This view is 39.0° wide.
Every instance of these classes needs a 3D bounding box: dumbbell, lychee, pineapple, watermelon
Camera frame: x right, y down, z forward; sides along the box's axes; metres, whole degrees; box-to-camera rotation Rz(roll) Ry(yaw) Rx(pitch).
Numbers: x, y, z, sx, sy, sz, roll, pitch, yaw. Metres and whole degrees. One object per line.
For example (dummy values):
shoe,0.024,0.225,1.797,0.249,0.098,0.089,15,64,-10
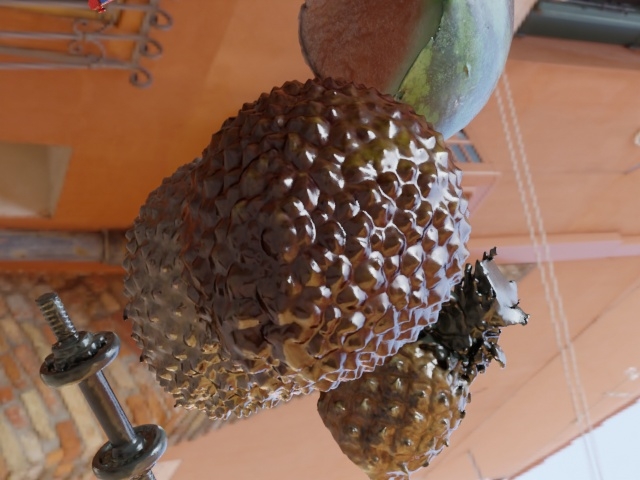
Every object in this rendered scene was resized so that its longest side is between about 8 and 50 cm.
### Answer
dumbbell,-0.208,0.161,0.876,0.081,0.081,0.254,15,-48,59
lychee,-0.099,0.057,1.317,0.380,0.380,0.432,38,-65,53
pineapple,0.129,0.134,1.019,0.279,0.158,0.158,-47,-138,6
lychee,0.000,0.000,0.701,0.236,0.236,0.271,-63,-179,40
watermelon,0.128,-0.288,1.060,0.222,0.319,0.292,104,-32,-57

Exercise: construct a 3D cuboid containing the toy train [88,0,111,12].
toy train,-0.224,-0.331,0.865,0.131,0.083,0.204,-15,-68,35
